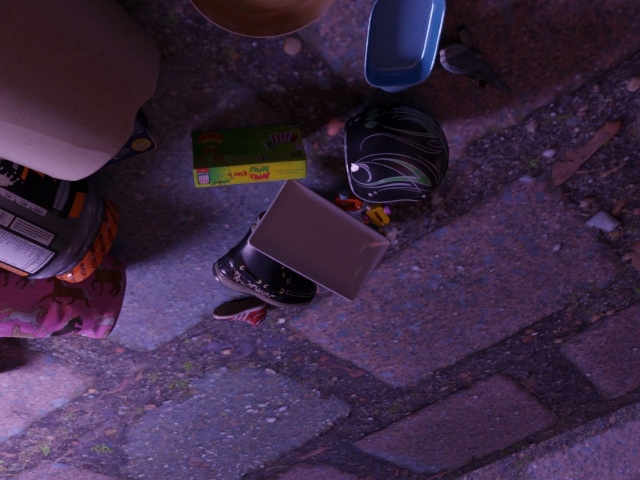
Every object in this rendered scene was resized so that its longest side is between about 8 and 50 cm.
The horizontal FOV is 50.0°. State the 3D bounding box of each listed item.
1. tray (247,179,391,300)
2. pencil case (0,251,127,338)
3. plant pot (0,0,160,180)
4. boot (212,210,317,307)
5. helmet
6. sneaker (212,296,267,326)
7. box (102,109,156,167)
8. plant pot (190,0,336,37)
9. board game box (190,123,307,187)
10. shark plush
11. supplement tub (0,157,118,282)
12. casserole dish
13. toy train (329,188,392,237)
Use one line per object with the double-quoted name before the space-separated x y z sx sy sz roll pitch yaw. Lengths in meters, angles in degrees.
"tray" 0.000 0.000 1.289 0.270 0.030 0.145 31 95 -32
"pencil case" -0.538 0.078 1.197 0.386 0.160 0.167 11 120 -35
"plant pot" -0.369 -0.233 0.789 0.334 0.334 0.305 -33 139 23
"boot" -0.073 0.042 1.364 0.236 0.085 0.178 18 129 -31
"helmet" 0.130 -0.146 1.137 0.161 0.169 0.169 -3 142 15
"sneaker" -0.174 0.164 1.513 0.118 0.042 0.067 -12 137 -4
"box" -0.359 -0.205 1.039 0.136 0.036 0.225 -18 138 7
"plant pot" -0.074 -0.381 0.911 0.236 0.032 0.236 -7 141 -6
"board game box" -0.119 -0.141 1.132 0.181 0.092 0.043 -6 139 -8
"shark plush" 0.242 -0.265 1.098 0.073 0.067 0.161 -36 135 25
"supplement tub" -0.485 -0.063 1.053 0.193 0.194 0.316 -34 136 24
"casserole dish" 0.122 -0.311 1.039 0.114 0.037 0.188 -6 140 -8
"toy train" 0.073 -0.047 1.333 0.125 0.046 0.166 1 142 1
